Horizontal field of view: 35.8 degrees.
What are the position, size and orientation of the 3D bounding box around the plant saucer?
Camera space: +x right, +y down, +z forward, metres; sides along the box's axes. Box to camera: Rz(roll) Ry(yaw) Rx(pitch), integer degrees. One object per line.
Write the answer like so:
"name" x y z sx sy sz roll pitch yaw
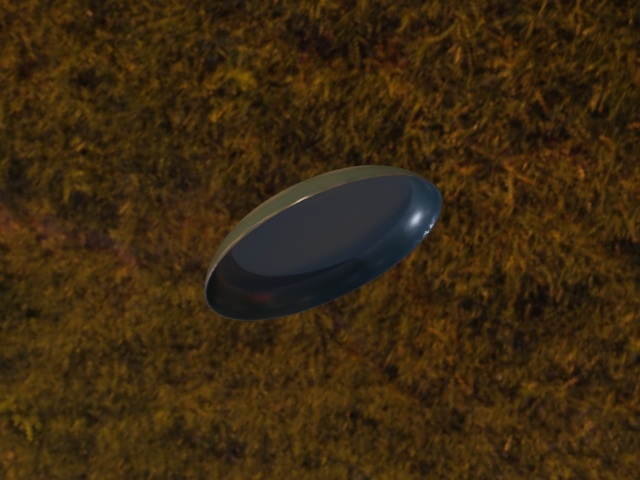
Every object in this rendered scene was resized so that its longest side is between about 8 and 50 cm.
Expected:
"plant saucer" 0.000 0.000 1.228 0.043 0.318 0.317 65 149 25
